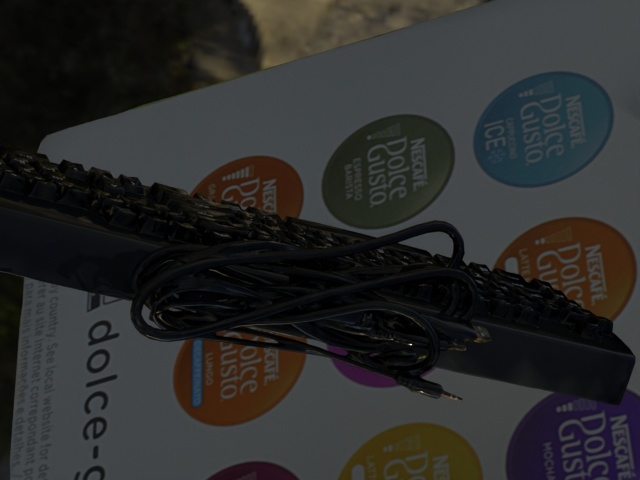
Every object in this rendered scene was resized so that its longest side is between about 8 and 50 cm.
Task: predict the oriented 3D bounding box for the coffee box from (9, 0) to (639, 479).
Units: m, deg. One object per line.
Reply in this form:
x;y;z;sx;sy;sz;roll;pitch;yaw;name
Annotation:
0.105;0.137;0.764;0.338;0.334;0.337;55;26;-49;coffee box

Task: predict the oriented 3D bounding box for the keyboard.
0.000;0.000;0.486;0.192;0.100;0.038;13;108;-27;keyboard
